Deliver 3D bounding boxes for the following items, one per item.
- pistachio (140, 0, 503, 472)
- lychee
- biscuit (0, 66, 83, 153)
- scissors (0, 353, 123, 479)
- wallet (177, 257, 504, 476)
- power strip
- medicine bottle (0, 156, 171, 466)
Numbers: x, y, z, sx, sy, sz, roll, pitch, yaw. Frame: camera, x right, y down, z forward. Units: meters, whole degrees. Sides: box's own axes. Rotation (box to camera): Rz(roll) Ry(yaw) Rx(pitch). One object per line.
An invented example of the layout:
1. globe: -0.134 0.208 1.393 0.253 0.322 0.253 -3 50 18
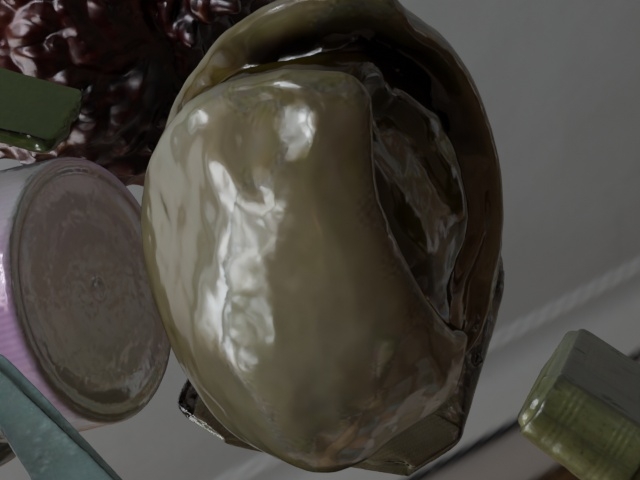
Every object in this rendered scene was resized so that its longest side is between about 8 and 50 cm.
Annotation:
1. pistachio: 0.000 0.000 0.631 0.153 0.138 0.238 15 -41 1
2. lychee: -0.239 -0.266 1.766 0.424 0.500 0.425 0 -91 -34
3. biscuit: -0.393 -0.151 1.495 0.322 0.099 0.038 14 -48 5
4. scissors: -0.056 0.184 0.710 0.192 0.447 0.029 -31 -40 -20
5. wallet: 0.027 0.064 1.461 0.068 0.274 0.335 100 -171 -65
6. power strip: 0.205 0.123 1.163 0.066 0.092 0.387 -56 -9 9
7. medicine bottle: -0.289 0.062 1.177 0.302 0.241 0.241 -13 -28 28
